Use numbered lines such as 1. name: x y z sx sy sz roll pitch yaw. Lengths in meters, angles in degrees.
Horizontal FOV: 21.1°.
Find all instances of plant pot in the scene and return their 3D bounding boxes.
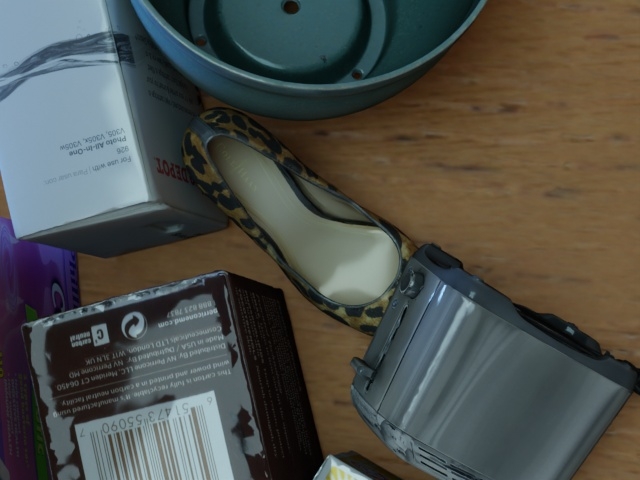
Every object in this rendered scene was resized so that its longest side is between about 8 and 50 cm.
1. plant pot: -0.018 -0.212 1.333 0.293 0.196 0.293 2 71 -6

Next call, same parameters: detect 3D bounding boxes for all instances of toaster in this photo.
1. toaster: 0.133 0.115 1.317 0.227 0.129 0.146 29 96 -23

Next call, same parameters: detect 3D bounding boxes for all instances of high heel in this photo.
1. high heel: 0.000 0.000 1.337 0.261 0.186 0.093 41 92 11

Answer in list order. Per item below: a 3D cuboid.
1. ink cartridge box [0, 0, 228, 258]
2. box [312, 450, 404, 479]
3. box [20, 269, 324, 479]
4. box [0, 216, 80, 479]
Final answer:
1. ink cartridge box: -0.184 -0.141 1.372 0.121 0.211 0.289 -15 82 11
2. box: 0.076 0.258 1.339 0.203 0.114 0.103 29 91 13
3. box: -0.109 0.128 1.339 0.168 0.203 0.167 -15 82 9
4. box: -0.278 0.096 1.354 0.117 0.243 0.214 -7 83 10
